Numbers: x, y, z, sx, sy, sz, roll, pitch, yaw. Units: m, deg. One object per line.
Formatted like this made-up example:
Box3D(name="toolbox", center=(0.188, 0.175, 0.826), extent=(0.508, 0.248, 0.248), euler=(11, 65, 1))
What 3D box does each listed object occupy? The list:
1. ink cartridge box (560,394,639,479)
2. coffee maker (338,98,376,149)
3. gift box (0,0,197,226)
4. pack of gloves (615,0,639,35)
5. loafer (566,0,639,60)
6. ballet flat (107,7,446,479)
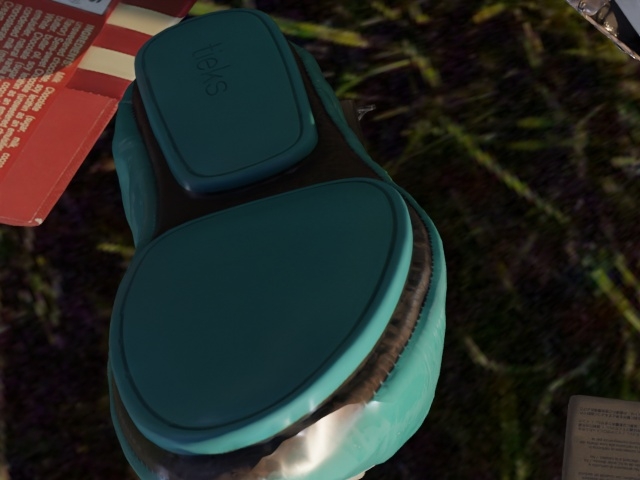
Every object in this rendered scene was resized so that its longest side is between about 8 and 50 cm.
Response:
Box3D(name="ink cartridge box", center=(0.371, 0.275, 1.710), extent=(0.235, 0.193, 0.088), euler=(6, 149, 10))
Box3D(name="coffee maker", center=(0.000, 0.000, 1.090), extent=(0.120, 0.171, 0.178), euler=(-12, 93, 56))
Box3D(name="gift box", center=(-0.188, -0.192, 0.590), extent=(0.255, 0.276, 0.258), euler=(-47, 44, 31))
Box3D(name="pack of gloves", center=(0.255, -0.034, 0.846), extent=(0.232, 0.046, 0.195), euler=(52, 167, -16))
Box3D(name="loafer", center=(0.226, -0.187, 1.279), extent=(0.045, 0.039, 0.125), euler=(-43, 119, 17))
Box3D(name="ballet flat", center=(-0.009, 0.015, 0.430), extent=(0.083, 0.247, 0.087), euler=(-18, 117, 1))
